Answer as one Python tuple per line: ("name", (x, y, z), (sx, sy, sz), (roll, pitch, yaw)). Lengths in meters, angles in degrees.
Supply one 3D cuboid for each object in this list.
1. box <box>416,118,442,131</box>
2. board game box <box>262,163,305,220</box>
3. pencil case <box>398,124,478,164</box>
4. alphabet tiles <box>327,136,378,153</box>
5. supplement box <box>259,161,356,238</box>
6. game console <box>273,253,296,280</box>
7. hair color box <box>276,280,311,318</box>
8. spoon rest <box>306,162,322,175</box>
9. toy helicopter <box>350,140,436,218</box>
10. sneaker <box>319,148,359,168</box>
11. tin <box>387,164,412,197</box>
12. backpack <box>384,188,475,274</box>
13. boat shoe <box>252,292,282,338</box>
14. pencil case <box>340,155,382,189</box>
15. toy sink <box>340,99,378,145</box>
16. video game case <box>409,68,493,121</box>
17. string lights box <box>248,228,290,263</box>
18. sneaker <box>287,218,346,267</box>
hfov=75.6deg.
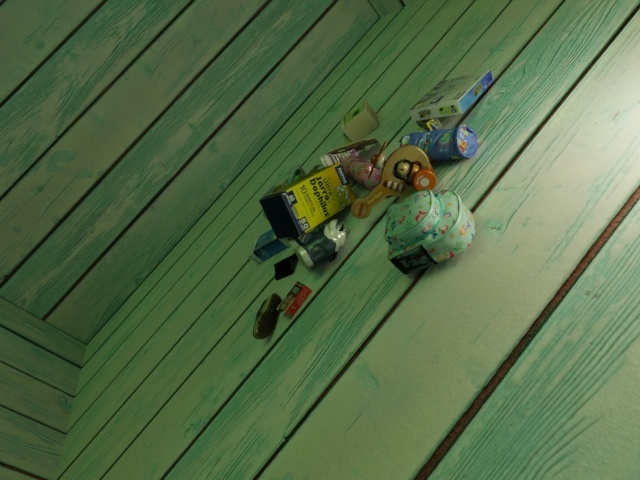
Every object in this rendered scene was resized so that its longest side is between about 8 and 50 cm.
("box", (0.470, -0.530, 1.827), (0.054, 0.059, 0.169), (-39, 27, 11))
("board game box", (-0.217, -0.292, 2.496), (0.318, 0.066, 0.318), (-41, 27, 11))
("pencil case", (0.439, -0.362, 1.560), (0.306, 0.119, 0.133), (9, 86, 55))
("alphabet tiles", (0.170, -0.471, 2.090), (0.237, 0.009, 0.198), (-15, -2, 19))
("supplement box", (-0.051, -0.176, 1.812), (0.356, 0.194, 0.195), (-34, 17, -34))
("game console", (-0.151, 0.118, 1.895), (0.122, 0.071, 0.107), (-24, 4, 37))
("hair color box", (-0.104, 0.235, 1.631), (0.141, 0.043, 0.072), (-53, 28, -12))
("spoon rest", (-0.042, -0.333, 2.223), (0.137, 0.084, 0.276), (-21, -11, -48))
("toy helicopter", (0.240, -0.217, 1.543), (0.355, 0.235, 0.140), (-41, 17, 25))
("sneaker", (0.102, -0.409, 2.040), (0.161, 0.102, 0.282), (-27, -2, 23))
("tin", (0.320, -0.240, 1.676), (0.189, 0.040, 0.106), (-27, 37, 34))
("backpack", (0.323, -0.039, 1.241), (0.253, 0.191, 0.225), (-21, 35, 33))
("boat shoe", (-0.222, 0.312, 1.666), (0.073, 0.080, 0.224), (-33, 24, 37))
("pencil case", (0.186, -0.313, 1.884), (0.124, 0.124, 0.284), (-46, 27, 1))
("toy sink", (0.193, -0.650, 2.318), (0.234, 0.131, 0.153), (-32, 29, 28))
("video game case", (0.549, -0.607, 1.737), (0.269, 0.061, 0.244), (-45, 31, -25))
("string lights box", (-0.248, 0.006, 2.118), (0.259, 0.077, 0.133), (-29, 31, 32))
("sneaker", (0.000, 0.000, 1.746), (0.236, 0.130, 0.323), (-32, 15, -6))
